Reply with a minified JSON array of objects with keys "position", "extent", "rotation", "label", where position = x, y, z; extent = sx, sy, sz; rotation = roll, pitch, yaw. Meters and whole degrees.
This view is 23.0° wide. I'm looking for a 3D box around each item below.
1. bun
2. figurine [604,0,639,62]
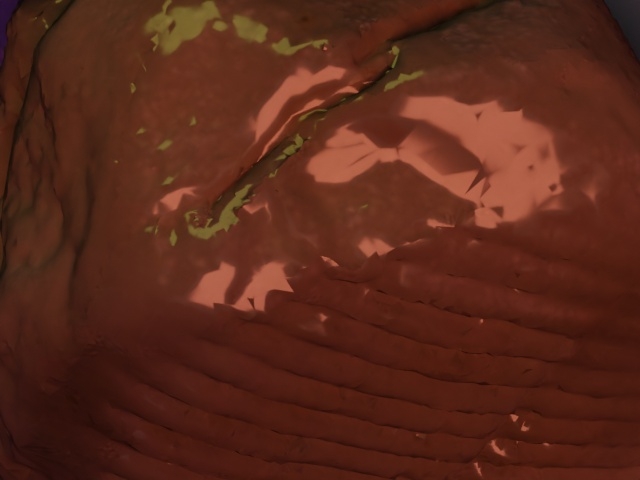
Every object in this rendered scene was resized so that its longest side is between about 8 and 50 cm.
[{"position":[0.006,-0.010,0.578],"extent":[0.281,0.205,0.281],"rotation":[-10,142,-8],"label":"bun"},{"position":[0.218,-0.066,0.660],"extent":[0.262,0.154,0.180],"rotation":[4,120,3],"label":"figurine"}]
